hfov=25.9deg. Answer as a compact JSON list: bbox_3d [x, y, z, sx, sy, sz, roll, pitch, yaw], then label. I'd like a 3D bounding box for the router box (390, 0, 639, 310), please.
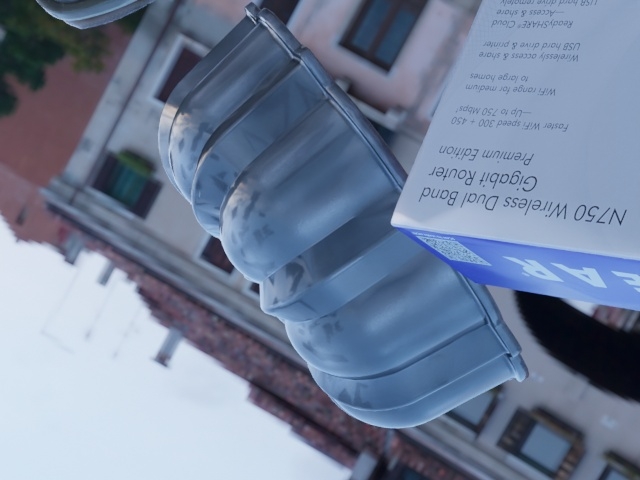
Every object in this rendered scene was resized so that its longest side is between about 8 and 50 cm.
[{"bbox_3d":[0.227,-0.108,0.690,0.082,0.301,0.335,33,164,-38],"label":"router box"}]

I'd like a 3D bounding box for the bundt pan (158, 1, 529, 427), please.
[{"bbox_3d":[0.000,0.000,0.991,0.331,0.124,0.331,54,177,4],"label":"bundt pan"}]

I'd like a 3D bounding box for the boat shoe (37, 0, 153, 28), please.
[{"bbox_3d":[-0.076,-0.255,1.056,0.110,0.307,0.104,52,179,21],"label":"boat shoe"}]
